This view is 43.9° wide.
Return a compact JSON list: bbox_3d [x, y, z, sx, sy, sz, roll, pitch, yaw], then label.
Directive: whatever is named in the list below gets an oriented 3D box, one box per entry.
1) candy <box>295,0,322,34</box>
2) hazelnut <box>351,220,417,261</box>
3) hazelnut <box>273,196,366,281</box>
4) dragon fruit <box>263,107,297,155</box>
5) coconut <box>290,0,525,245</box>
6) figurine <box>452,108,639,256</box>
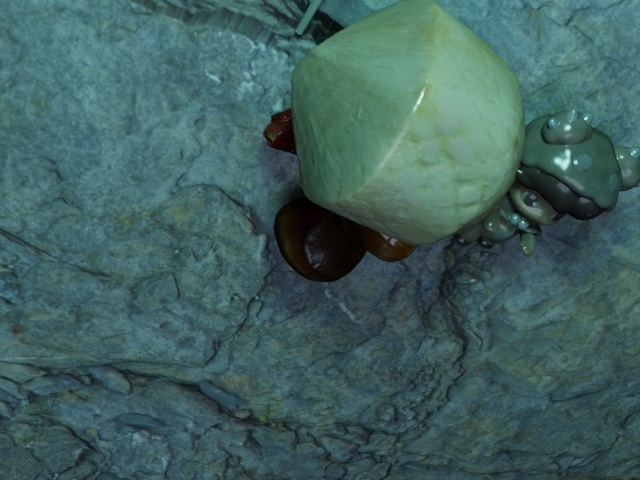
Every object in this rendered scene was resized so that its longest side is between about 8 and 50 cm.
[{"bbox_3d":[0.044,-0.467,1.251,0.124,0.124,0.365,19,135,-21],"label":"candy"},{"bbox_3d":[0.119,-0.034,1.524,0.150,0.150,0.150,-3,131,-3],"label":"hazelnut"},{"bbox_3d":[0.000,0.000,1.604,0.204,0.178,0.178,-1,139,-46],"label":"hazelnut"},{"bbox_3d":[-0.035,-0.216,1.464,0.162,0.083,0.106,11,124,-49],"label":"dragon fruit"},{"bbox_3d":[0.133,-0.202,1.316,0.415,0.415,0.345,26,148,-26],"label":"coconut"},{"bbox_3d":[0.425,-0.099,1.550,0.248,0.203,0.380,30,134,-20],"label":"figurine"}]
